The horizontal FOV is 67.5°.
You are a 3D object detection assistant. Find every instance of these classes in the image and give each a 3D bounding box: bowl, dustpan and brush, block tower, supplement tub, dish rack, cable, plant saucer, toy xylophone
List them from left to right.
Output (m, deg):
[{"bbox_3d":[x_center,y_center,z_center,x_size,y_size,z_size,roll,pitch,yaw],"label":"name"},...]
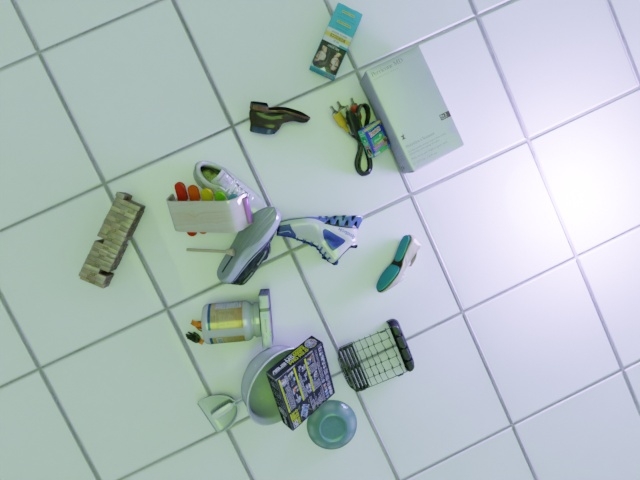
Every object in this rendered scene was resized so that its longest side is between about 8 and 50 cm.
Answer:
[{"bbox_3d":[-0.727,0.000,1.681,0.097,0.091,0.336,24,91,-7],"label":"block tower"},{"bbox_3d":[-0.390,-0.070,1.649,0.322,0.081,0.236,9,120,15],"label":"toy xylophone"},{"bbox_3d":[-0.334,0.607,1.762,0.211,0.060,0.147,-32,95,-2],"label":"dustpan and brush"},{"bbox_3d":[-0.313,0.290,1.704,0.199,0.144,0.144,-4,94,-5],"label":"supplement tub"},{"bbox_3d":[-0.174,0.489,1.705,0.297,0.134,0.298,-20,121,-38],"label":"bowl"},{"bbox_3d":[0.045,0.705,1.813,0.194,0.037,0.195,0,93,-4],"label":"plant saucer"},{"bbox_3d":[0.140,-0.386,1.765,0.139,0.072,0.287,-27,108,-20],"label":"cable"},{"bbox_3d":[0.205,0.438,1.797,0.271,0.074,0.208,-22,94,-2],"label":"dish rack"}]

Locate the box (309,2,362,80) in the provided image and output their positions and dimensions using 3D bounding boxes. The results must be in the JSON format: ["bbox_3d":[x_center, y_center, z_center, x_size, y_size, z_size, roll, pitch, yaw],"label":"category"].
[{"bbox_3d":[0.054,-0.712,1.721,0.100,0.060,0.244,24,91,-6],"label":"box"}]

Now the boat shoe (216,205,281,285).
[{"bbox_3d":[-0.236,0.021,1.701,0.335,0.121,0.119,-49,141,16],"label":"boat shoe"}]

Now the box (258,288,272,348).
[{"bbox_3d":[-0.195,0.275,1.714,0.038,0.145,0.186,-3,93,-4],"label":"box"}]

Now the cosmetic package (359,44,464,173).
[{"bbox_3d":[0.321,-0.458,1.711,0.217,0.156,0.385,-28,96,-1],"label":"cosmetic package"}]

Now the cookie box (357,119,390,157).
[{"bbox_3d":[0.195,-0.368,1.734,0.092,0.040,0.107,-37,113,-26],"label":"cookie box"}]

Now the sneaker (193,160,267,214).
[{"bbox_3d":[-0.318,-0.169,1.672,0.305,0.152,0.114,34,79,-7],"label":"sneaker"}]

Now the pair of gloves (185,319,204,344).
[{"bbox_3d":[-0.452,0.336,1.763,0.074,0.010,0.083,25,94,-7],"label":"pair of gloves"}]

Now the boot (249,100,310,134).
[{"bbox_3d":[-0.152,-0.427,1.727,0.219,0.082,0.106,10,114,-9],"label":"boot"}]

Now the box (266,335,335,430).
[{"bbox_3d":[-0.063,0.500,1.679,0.216,0.060,0.270,-34,128,-30],"label":"box"}]

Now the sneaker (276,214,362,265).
[{"bbox_3d":[0.001,0.000,1.724,0.315,0.127,0.182,-2,91,-6],"label":"sneaker"}]

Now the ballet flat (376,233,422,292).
[{"bbox_3d":[0.299,0.098,1.784,0.086,0.086,0.248,30,89,-6],"label":"ballet flat"}]
